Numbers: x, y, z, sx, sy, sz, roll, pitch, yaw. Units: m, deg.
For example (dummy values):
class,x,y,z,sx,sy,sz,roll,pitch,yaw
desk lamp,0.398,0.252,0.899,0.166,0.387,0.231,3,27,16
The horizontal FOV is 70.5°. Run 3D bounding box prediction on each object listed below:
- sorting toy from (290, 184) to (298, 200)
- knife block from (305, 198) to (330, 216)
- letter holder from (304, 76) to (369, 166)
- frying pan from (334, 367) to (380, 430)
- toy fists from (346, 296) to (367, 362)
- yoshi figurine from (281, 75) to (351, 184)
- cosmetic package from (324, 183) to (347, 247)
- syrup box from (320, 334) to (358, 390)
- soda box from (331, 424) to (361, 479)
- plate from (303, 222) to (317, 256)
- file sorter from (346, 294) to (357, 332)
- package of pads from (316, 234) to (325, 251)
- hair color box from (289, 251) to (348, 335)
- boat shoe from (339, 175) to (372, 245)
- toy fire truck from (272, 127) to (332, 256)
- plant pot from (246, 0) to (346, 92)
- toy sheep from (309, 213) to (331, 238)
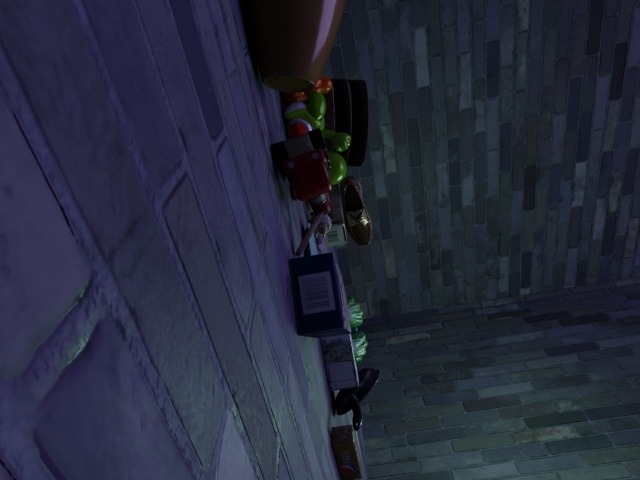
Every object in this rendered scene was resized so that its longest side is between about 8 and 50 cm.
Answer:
class,x,y,z,sx,sy,sz,roll,pitch,yaw
sorting toy,-0.061,-0.145,1.285,0.102,0.042,0.061,-94,174,-57
knife block,-0.009,-0.155,1.731,0.276,0.088,0.242,-93,172,-64
letter holder,0.048,-0.404,1.577,0.152,0.214,0.302,-33,127,-63
frying pan,0.092,0.510,1.432,0.053,0.197,0.326,46,30,2
toy fists,0.118,0.377,1.896,0.096,0.142,0.279,-15,-97,49
yoshi figurine,-0.008,-0.324,1.457,0.203,0.203,0.362,127,-44,-86
cosmetic package,0.037,-0.131,2.057,0.153,0.129,0.296,74,7,-52
syrup box,0.056,0.338,1.423,0.096,0.093,0.237,-24,104,-86
soda box,0.074,0.599,1.276,0.058,0.061,0.181,-93,173,-58
plate,-0.030,0.038,1.427,0.188,0.024,0.188,-10,90,-86
file sorter,0.105,0.354,2.041,0.118,0.104,0.170,-87,167,-71
package of pads,0.000,0.000,1.909,0.050,0.032,0.083,78,4,-51
hair color box,0.010,0.150,1.137,0.347,0.105,0.174,68,14,-76
boat shoe,0.154,-0.126,2.057,0.120,0.122,0.324,-72,145,-72
toy fire truck,-0.030,-0.106,1.088,0.217,0.158,0.246,60,11,-81
plant pot,-0.057,-0.468,0.994,0.237,0.237,0.254,-23,117,-86
toy sheep,-0.001,-0.064,1.692,0.132,0.091,0.091,-118,-167,-54
